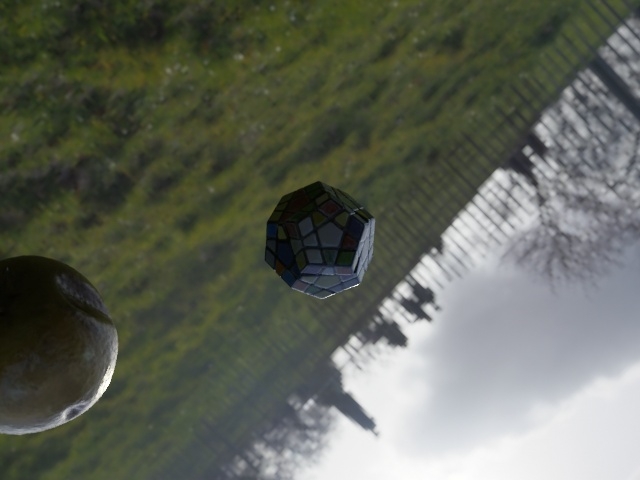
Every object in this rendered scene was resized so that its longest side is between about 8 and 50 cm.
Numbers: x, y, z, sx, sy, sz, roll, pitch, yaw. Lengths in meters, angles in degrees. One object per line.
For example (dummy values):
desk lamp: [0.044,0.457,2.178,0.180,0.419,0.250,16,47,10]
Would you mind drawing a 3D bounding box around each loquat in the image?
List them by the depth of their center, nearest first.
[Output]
loquat: [-0.335,0.116,1.316,0.213,0.213,0.213,-45,-172,8]

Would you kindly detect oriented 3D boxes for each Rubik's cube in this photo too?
Rubik's cube: [0.000,0.000,1.079,0.111,0.111,0.093,-48,-176,-14]
